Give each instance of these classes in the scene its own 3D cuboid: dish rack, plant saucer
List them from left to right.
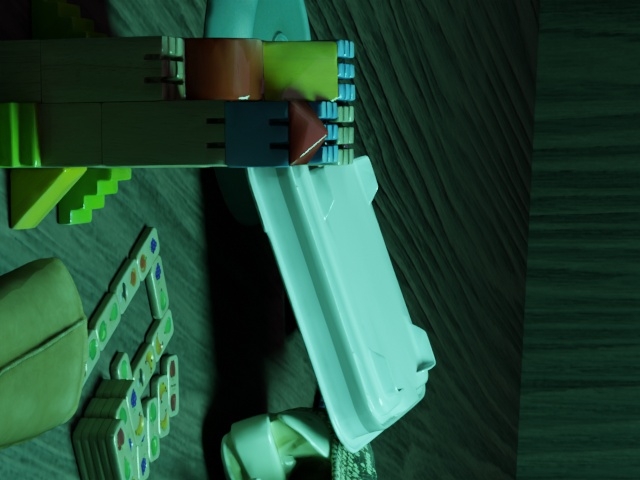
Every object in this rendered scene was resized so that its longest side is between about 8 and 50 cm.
[{"bbox_3d":[-0.059,-0.173,2.122,0.317,0.044,0.317,1,90,-75],"label":"plant saucer"},{"bbox_3d":[0.033,0.040,2.064,0.285,0.072,0.333,-21,93,-75],"label":"dish rack"}]

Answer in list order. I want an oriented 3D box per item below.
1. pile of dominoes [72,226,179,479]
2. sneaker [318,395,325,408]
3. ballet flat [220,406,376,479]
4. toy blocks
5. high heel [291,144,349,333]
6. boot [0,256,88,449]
[{"bbox_3d":[-0.157,0.132,1.754,0.251,0.040,0.196,-66,152,-56],"label":"pile of dominoes"},{"bbox_3d":[0.019,0.225,2.393,0.081,0.080,0.211,65,19,-9],"label":"sneaker"},{"bbox_3d":[-0.031,0.282,1.946,0.182,0.164,0.483,53,18,-31],"label":"ballet flat"},{"bbox_3d":[-0.091,-0.107,1.569,0.381,0.261,0.190,-12,102,-75],"label":"toy blocks"},{"bbox_3d":[0.000,0.000,2.257,0.117,0.082,0.244,-85,-176,-58],"label":"high heel"},{"bbox_3d":[-0.239,0.043,1.367,0.269,0.089,0.236,-27,126,-74],"label":"boot"}]
